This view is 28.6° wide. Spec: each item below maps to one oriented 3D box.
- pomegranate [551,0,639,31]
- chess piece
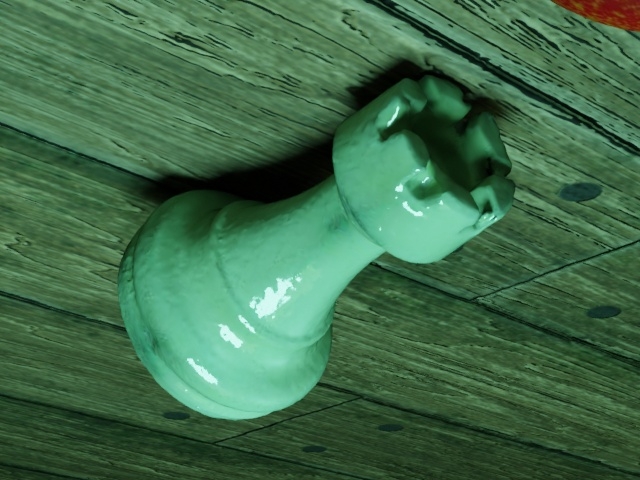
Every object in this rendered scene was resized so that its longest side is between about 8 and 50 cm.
[{"bbox_3d":[0.160,-0.187,0.492,0.235,0.210,0.210,-3,156,2],"label":"pomegranate"},{"bbox_3d":[0.000,0.000,0.952,0.194,0.195,0.299,20,141,-37],"label":"chess piece"}]
